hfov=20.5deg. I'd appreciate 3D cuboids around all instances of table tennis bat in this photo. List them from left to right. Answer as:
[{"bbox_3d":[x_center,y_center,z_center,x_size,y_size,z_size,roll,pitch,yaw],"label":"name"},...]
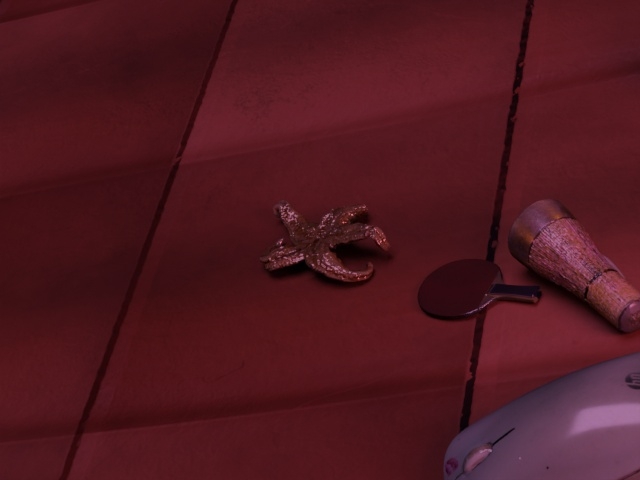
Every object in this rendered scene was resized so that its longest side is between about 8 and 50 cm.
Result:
[{"bbox_3d":[0.184,0.058,2.056,0.158,0.014,0.095,3,44,37],"label":"table tennis bat"}]

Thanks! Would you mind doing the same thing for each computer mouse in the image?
[{"bbox_3d":[0.255,0.194,1.782,0.288,0.097,0.159,-18,40,10],"label":"computer mouse"}]

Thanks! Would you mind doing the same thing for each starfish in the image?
[{"bbox_3d":[-0.003,-0.008,2.217,0.150,0.053,0.209,-32,35,-15],"label":"starfish"}]

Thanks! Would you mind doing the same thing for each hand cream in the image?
[{"bbox_3d":[0.294,0.033,1.970,0.084,0.084,0.203,-34,42,-10],"label":"hand cream"}]
